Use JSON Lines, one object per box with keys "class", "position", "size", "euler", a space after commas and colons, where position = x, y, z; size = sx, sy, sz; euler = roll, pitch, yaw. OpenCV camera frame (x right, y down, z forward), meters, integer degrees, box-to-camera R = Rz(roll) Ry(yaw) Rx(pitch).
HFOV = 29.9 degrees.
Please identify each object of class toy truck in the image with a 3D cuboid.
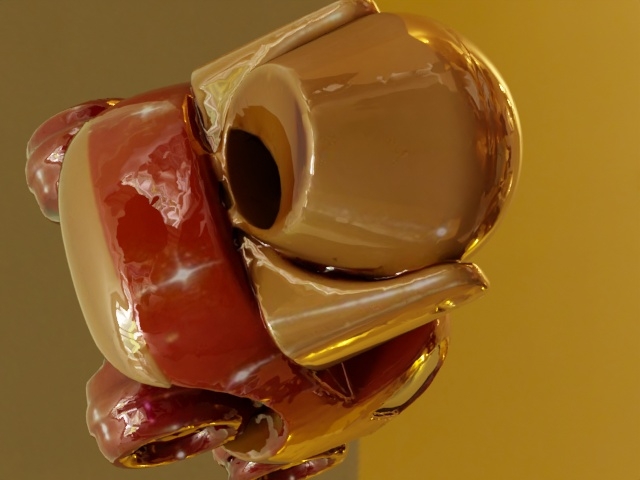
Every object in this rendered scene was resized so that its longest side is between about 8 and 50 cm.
{"class": "toy truck", "position": [0.000, 0.000, 0.596], "size": [0.239, 0.189, 0.265], "euler": [-24, -21, 15]}
